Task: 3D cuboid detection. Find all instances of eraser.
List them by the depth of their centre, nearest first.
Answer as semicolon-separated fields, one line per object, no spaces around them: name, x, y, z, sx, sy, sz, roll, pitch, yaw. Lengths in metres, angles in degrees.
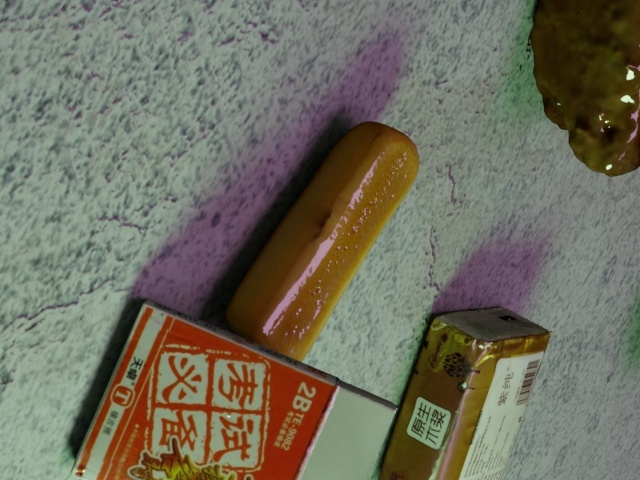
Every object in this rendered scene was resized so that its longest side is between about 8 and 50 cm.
eraser;-0.071;0.164;1.404;0.038;0.230;0.157;-106;-141;-84

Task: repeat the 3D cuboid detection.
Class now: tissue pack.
tissue pack;0.161;0.194;1.881;0.183;0.092;0.226;-1;115;-56

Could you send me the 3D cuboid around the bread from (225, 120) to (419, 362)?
bread;0.000;0.000;1.512;0.239;0.074;0.092;-57;133;-14

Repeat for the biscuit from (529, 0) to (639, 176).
biscuit;0.392;-0.261;1.809;0.395;0.166;0.343;-11;123;-51
